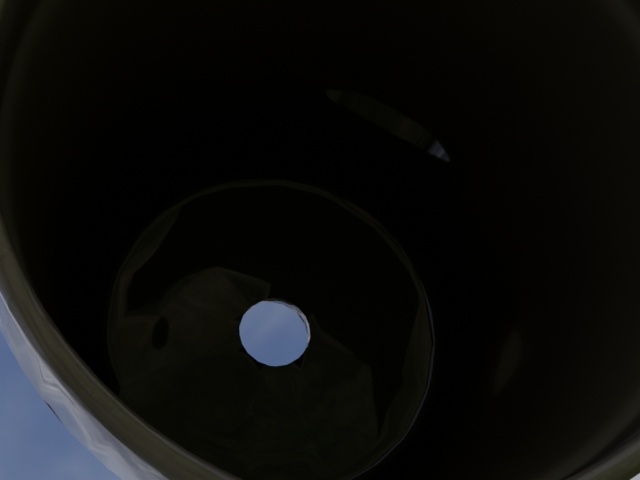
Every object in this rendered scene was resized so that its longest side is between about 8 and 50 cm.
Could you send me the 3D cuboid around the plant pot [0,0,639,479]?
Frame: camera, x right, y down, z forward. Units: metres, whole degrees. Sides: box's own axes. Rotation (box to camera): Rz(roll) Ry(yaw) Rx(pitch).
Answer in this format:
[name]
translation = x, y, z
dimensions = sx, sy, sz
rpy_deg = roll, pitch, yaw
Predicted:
[plant pot]
translation = 0.000, 0.000, 0.803
dimensions = 0.323, 0.323, 0.280
rpy_deg = -36, -9, -21
